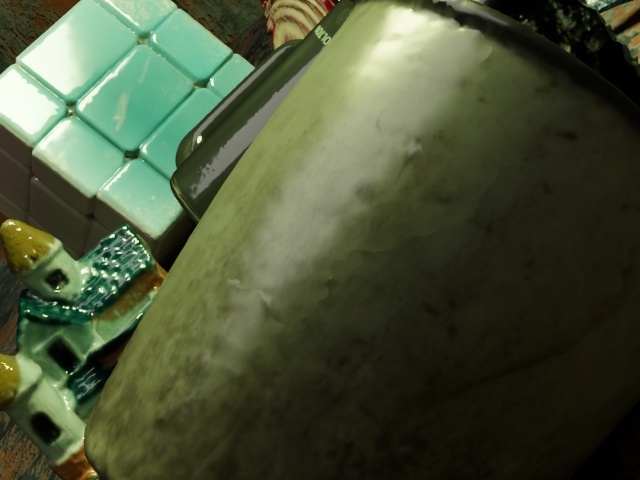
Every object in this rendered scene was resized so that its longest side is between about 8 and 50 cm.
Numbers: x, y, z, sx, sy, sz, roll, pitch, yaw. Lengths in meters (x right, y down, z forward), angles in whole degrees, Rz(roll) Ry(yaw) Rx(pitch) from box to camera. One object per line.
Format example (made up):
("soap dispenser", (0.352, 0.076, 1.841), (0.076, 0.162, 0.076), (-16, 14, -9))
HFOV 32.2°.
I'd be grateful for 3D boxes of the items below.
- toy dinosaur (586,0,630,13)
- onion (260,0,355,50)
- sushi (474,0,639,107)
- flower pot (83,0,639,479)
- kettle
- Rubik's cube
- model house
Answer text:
("toy dinosaur", (0.367, -0.307, 1.179), (0.363, 0.076, 0.147), (-30, 27, 22))
("onion", (0.052, -0.329, 1.698), (0.206, 0.216, 0.207), (-27, 10, -38))
("sushi", (0.159, -0.129, 0.977), (0.219, 0.225, 0.238), (-45, -17, 17))
("flower pot", (0.037, 0.057, 0.677), (0.330, 0.293, 0.293), (-50, 18, -7))
("kettle", (-0.033, -0.135, 1.333), (0.308, 0.262, 0.203), (-42, -18, 6))
("Rubik's cube", (-0.286, -0.140, 1.632), (0.322, 0.316, 0.319), (-50, -2, -27))
("model house", (-0.232, 0.098, 1.136), (0.253, 0.291, 0.184), (-42, 13, -2))
